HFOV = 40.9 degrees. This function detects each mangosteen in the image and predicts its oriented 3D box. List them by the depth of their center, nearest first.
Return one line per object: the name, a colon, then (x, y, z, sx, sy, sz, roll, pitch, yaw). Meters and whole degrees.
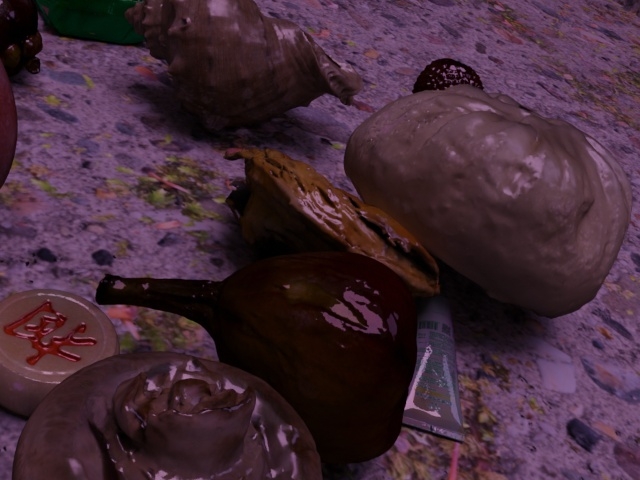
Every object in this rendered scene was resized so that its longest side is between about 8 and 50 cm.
mangosteen: (-0.410, -0.264, 1.090, 0.140, 0.140, 0.140, 17, 33, -11)

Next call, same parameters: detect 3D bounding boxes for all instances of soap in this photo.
soap: (-0.359, -0.418, 1.349, 0.218, 0.098, 0.273, 1, 40, -32)

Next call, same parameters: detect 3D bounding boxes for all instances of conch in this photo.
conch: (-0.114, -0.246, 1.195, 0.324, 0.186, 0.263, 33, 14, -9)

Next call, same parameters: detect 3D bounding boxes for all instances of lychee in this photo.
lychee: (0.211, -0.248, 1.458, 0.129, 0.123, 0.123, -33, 59, -22)

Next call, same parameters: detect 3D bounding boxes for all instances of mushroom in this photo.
mushroom: (-0.099, 0.166, 0.613, 0.227, 0.178, 0.226, 25, 25, -13)

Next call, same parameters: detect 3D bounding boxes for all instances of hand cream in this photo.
hand cream: (0.119, 0.134, 0.927, 0.076, 0.047, 0.174, 18, 42, -10)

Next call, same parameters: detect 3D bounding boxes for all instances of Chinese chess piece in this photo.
Chinese chess piece: (-0.235, 0.096, 0.741, 0.122, 0.051, 0.122, 17, 33, -12)

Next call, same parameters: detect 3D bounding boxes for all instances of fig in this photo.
fig: (-0.044, 0.087, 0.748, 0.290, 0.190, 0.190, 15, 34, -21)

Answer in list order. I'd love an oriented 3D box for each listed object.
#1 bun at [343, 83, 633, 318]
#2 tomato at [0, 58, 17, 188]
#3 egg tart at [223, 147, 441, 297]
bun: (0.216, -0.068, 1.044, 0.360, 0.211, 0.359, 30, 13, -8)
tomato: (-0.417, -0.132, 0.786, 0.270, 0.227, 0.270, 18, 30, -11)
egg tart: (0.000, 0.000, 0.953, 0.297, 0.132, 0.297, 32, 5, -3)
